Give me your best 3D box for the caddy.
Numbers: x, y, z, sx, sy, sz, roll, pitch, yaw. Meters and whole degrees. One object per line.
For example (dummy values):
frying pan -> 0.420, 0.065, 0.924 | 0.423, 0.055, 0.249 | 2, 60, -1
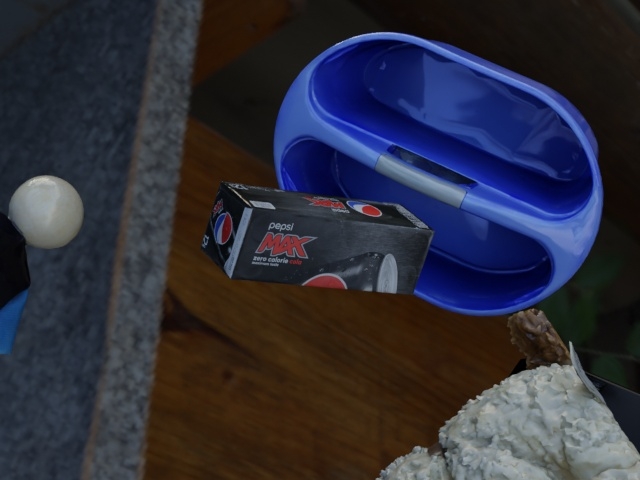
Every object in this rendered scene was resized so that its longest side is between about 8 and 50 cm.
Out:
caddy -> 0.121, -0.071, 1.208 | 0.341, 0.179, 0.241 | 25, 108, 13

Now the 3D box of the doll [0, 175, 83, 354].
doll -> -0.203, 0.019, 0.576 | 0.189, 0.129, 0.046 | -26, 29, -14

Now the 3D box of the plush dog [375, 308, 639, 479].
plush dog -> 0.123, 0.193, 0.903 | 0.225, 0.262, 0.210 | -31, 79, 4

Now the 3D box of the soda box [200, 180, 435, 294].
soda box -> 0.000, 0.000, 0.887 | 0.053, 0.169, 0.060 | 40, 117, 51

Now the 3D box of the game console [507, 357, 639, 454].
game console -> 0.199, 0.278, 1.103 | 0.213, 0.044, 0.361 | 21, 61, 34
